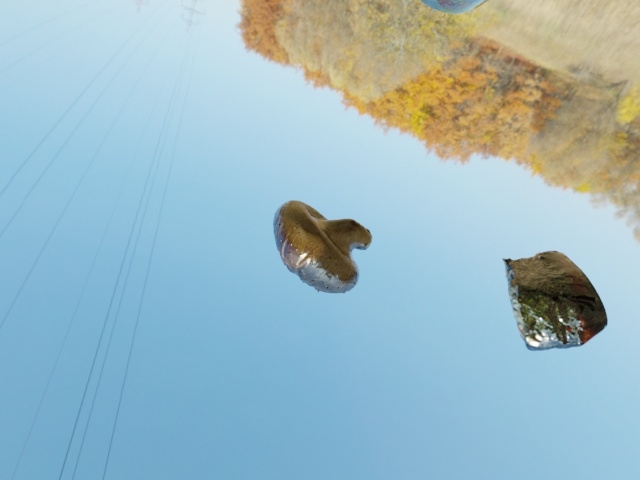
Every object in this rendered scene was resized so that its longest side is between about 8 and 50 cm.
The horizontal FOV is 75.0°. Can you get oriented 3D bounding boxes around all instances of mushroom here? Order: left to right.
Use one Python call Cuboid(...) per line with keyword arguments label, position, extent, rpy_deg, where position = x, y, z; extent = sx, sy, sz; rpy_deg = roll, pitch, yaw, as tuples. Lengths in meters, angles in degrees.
Cuboid(label="mushroom", position=(-0.004, 0.007, 0.473), extent=(0.109, 0.085, 0.126), rpy_deg=(10, -153, -22))

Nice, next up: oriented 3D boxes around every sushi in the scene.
Cuboid(label="sushi", position=(0.403, 0.104, 0.747), extent=(0.225, 0.126, 0.136), rpy_deg=(-49, -60, -69))

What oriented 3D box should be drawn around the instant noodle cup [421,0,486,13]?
Cuboid(label="instant noodle cup", position=(0.233, -0.475, 0.600), extent=(0.264, 0.264, 0.200), rpy_deg=(19, 178, -13))
